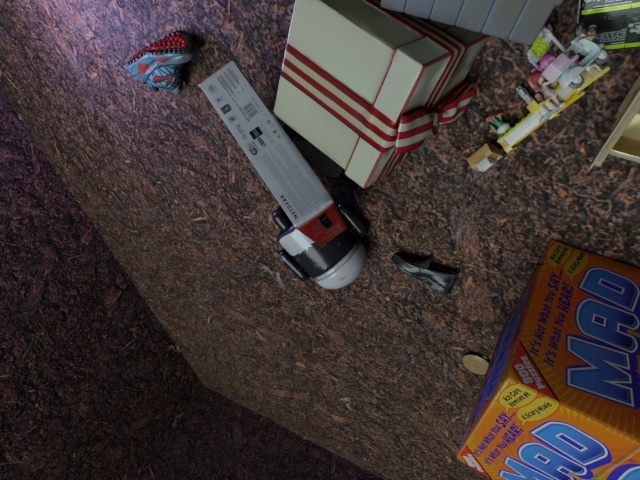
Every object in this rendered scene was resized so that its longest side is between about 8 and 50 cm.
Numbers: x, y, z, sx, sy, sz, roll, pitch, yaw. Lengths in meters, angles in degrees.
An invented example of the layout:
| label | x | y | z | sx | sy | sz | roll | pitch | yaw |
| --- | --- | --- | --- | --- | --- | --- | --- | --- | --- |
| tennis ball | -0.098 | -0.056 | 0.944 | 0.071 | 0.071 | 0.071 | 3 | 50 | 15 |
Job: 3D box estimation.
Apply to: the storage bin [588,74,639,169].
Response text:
| label | x | y | z | sx | sy | sz | roll | pitch | yaw |
| --- | --- | --- | --- | --- | --- | --- | --- | --- | --- |
| storage bin | 0.518 | -0.146 | 0.476 | 0.262 | 0.123 | 0.260 | 26 | 161 | 22 |

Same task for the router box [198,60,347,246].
| label | x | y | z | sx | sy | sz | roll | pitch | yaw |
| --- | --- | --- | --- | --- | --- | --- | --- | --- | --- |
| router box | -0.079 | -0.156 | 0.852 | 0.335 | 0.082 | 0.301 | 55 | -177 | 11 |

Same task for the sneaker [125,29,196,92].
| label | x | y | z | sx | sy | sz | roll | pitch | yaw |
| --- | --- | --- | --- | --- | --- | --- | --- | --- | --- |
| sneaker | -0.388 | -0.453 | 1.051 | 0.262 | 0.104 | 0.125 | 8 | 149 | 41 |

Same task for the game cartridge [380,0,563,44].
| label | x | y | z | sx | sy | sz | roll | pitch | yaw |
| --- | --- | --- | --- | --- | --- | --- | --- | --- | --- |
| game cartridge | 0.211 | -0.404 | 0.423 | 0.230 | 0.068 | 0.355 | 14 | 149 | 3 |

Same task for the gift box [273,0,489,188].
| label | x | y | z | sx | sy | sz | roll | pitch | yaw |
| --- | --- | --- | --- | --- | --- | --- | --- | --- | --- |
| gift box | 0.103 | -0.256 | 0.692 | 0.258 | 0.255 | 0.276 | 40 | 147 | 16 |

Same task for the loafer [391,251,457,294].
| label | x | y | z | sx | sy | sz | roll | pitch | yaw |
| --- | --- | --- | --- | --- | --- | --- | --- | --- | --- |
| loafer | 0.263 | 0.068 | 1.021 | 0.170 | 0.062 | 0.061 | 28 | 118 | 11 |

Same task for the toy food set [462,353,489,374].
| label | x | y | z | sx | sy | sz | roll | pitch | yaw |
| --- | --- | --- | --- | --- | --- | --- | --- | --- | --- |
| toy food set | 0.451 | 0.356 | 1.161 | 0.083 | 0.020 | 0.083 | 1 | 127 | 40 |

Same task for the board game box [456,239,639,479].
| label | x | y | z | sx | sy | sz | roll | pitch | yaw |
| --- | --- | --- | --- | --- | --- | --- | --- | --- | --- |
| board game box | 0.523 | 0.289 | 0.761 | 0.356 | 0.356 | 0.356 | 23 | 139 | 23 |

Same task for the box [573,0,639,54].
| label | x | y | z | sx | sy | sz | roll | pitch | yaw |
| --- | --- | --- | --- | --- | --- | --- | --- | --- | --- |
| box | 0.428 | -0.337 | 0.491 | 0.191 | 0.045 | 0.184 | 9 | 134 | 34 |

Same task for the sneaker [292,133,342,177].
| label | x | y | z | sx | sy | sz | roll | pitch | yaw |
| --- | --- | --- | --- | --- | --- | --- | --- | --- | --- |
| sneaker | 0.043 | -0.198 | 0.931 | 0.232 | 0.090 | 0.115 | 15 | 143 | 42 |

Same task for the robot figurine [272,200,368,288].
| label | x | y | z | sx | sy | sz | roll | pitch | yaw |
| --- | --- | --- | --- | --- | --- | --- | --- | --- | --- |
| robot figurine | -0.001 | 0.000 | 1.083 | 0.278 | 0.173 | 0.209 | 48 | 152 | -9 |

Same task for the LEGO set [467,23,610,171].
| label | x | y | z | sx | sy | sz | roll | pitch | yaw |
| --- | --- | --- | --- | --- | --- | --- | --- | --- | --- |
| LEGO set | 0.322 | -0.227 | 0.643 | 0.107 | 0.132 | 0.287 | 55 | 167 | 9 |
